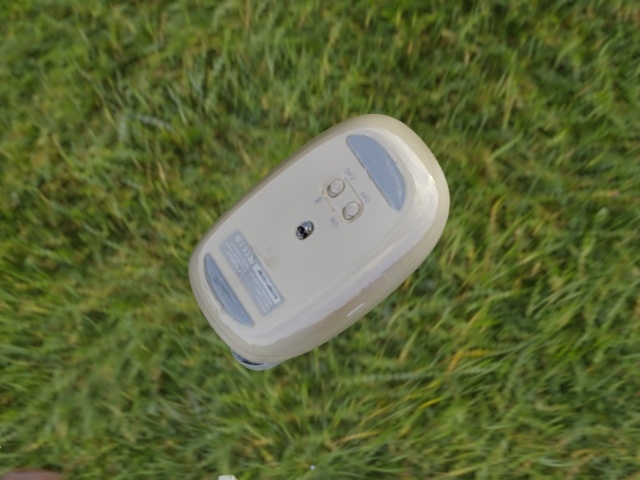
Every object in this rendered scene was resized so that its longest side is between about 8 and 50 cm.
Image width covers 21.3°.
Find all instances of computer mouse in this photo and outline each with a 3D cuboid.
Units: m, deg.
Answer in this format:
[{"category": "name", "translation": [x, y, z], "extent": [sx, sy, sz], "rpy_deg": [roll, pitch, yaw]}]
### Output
[{"category": "computer mouse", "translation": [0.000, 0.000, 1.404], "extent": [0.236, 0.082, 0.145], "rpy_deg": [-41, 66, 12]}]

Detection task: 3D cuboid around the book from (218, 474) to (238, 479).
[{"category": "book", "translation": [-0.041, 0.360, 1.575], "extent": [0.020, 0.295, 0.207], "rpy_deg": [-8, 63, 15]}]
